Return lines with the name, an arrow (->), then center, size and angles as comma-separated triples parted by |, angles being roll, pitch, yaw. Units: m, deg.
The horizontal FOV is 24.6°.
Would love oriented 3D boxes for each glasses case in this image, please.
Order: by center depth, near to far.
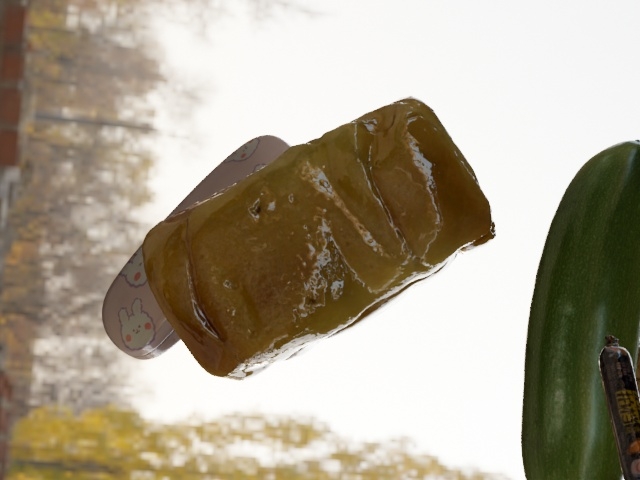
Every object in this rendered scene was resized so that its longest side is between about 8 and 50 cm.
glasses case -> -0.128, 0.007, 1.627 | 0.297, 0.075, 0.113 | -46, -135, 6

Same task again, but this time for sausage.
sausage -> 0.225, 0.150, 1.038 | 0.025, 0.028, 0.198 | 71, 11, -52

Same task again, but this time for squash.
squash -> 0.241, 0.094, 1.338 | 0.107, 0.107, 0.395 | 144, -43, -74

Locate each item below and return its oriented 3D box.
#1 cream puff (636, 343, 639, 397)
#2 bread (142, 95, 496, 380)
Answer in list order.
cream puff -> 0.385, 0.188, 1.563 | 0.183, 0.183, 0.168 | 158, -74, -76
bread -> 0.000, 0.000, 1.298 | 0.166, 0.294, 0.132 | 62, 4, 0
